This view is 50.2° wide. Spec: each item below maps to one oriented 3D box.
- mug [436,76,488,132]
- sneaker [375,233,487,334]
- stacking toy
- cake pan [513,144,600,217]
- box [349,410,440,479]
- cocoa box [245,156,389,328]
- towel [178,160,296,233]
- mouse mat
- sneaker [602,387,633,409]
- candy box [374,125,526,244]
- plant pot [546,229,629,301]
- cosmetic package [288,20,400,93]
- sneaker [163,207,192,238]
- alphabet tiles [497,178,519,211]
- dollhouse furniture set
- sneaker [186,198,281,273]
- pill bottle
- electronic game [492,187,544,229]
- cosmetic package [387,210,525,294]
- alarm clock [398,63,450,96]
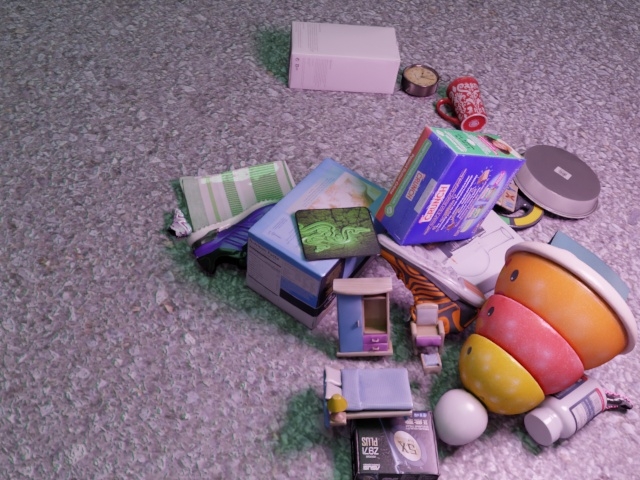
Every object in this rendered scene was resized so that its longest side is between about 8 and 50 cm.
[{"bbox_3d":[0.482,-0.439,2.292,0.113,0.150,0.169,23,44,-38],"label":"mug"},{"bbox_3d":[0.233,0.129,1.678,0.321,0.180,0.124,35,17,-1],"label":"sneaker"},{"bbox_3d":[0.434,0.269,1.540,0.480,0.351,0.350,-44,65,-12],"label":"stacking toy"},{"bbox_3d":[0.730,-0.191,2.094,0.293,0.054,0.293,11,46,-11],"label":"cake pan"},{"bbox_3d":[0.159,0.453,1.493,0.180,0.078,0.147,4,50,-5],"label":"box"},{"bbox_3d":[0.000,0.000,1.756,0.231,0.228,0.347,31,53,18],"label":"cocoa box"},{"bbox_3d":[-0.222,-0.120,1.955,0.324,0.038,0.248,-11,53,-16],"label":"towel"},{"bbox_3d":[0.042,-0.019,1.626,0.189,0.007,0.153,-5,54,-14],"label":"mouse mat"},{"bbox_3d":[0.690,0.389,1.646,0.119,0.047,0.057,20,67,13],"label":"sneaker"},{"bbox_3d":[0.322,-0.131,1.693,0.317,0.268,0.122,-5,43,-46],"label":"candy box"},{"bbox_3d":[0.664,0.128,1.784,0.234,0.165,0.166,32,53,12],"label":"plant pot"},{"bbox_3d":[0.076,-0.628,2.346,0.365,0.155,0.197,4,50,-5],"label":"cosmetic package"},{"bbox_3d":[-0.401,-0.045,1.866,0.069,0.038,0.098,-24,56,-26],"label":"sneaker"},{"bbox_3d":[0.504,-0.198,2.050,0.198,0.009,0.237,27,43,0],"label":"alphabet tiles"},{"bbox_3d":[0.146,0.248,1.508,0.286,0.198,0.303,-2,31,3],"label":"dollhouse furniture set"},{"bbox_3d":[-0.192,0.002,1.810,0.293,0.102,0.146,-25,73,-11],"label":"sneaker"},{"bbox_3d":[0.562,0.392,1.578,0.180,0.108,0.108,-25,57,-25],"label":"pill bottle"},{"bbox_3d":[0.559,-0.121,2.050,0.229,0.048,0.229,4,50,-4],"label":"electronic game"},{"bbox_3d":[0.361,-0.015,1.906,0.284,0.097,0.377,-23,56,-28],"label":"cosmetic package"},{"bbox_3d":[0.365,-0.557,2.382,0.192,0.064,0.129,-10,52,-12],"label":"alarm clock"}]
